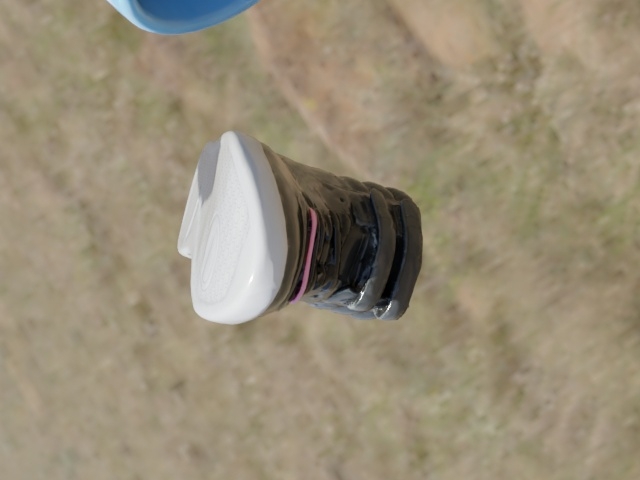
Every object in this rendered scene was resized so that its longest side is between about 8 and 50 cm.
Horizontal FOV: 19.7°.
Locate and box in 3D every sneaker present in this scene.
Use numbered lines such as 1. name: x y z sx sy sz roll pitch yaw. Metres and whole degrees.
1. sneaker: 0.000 0.000 1.088 0.296 0.147 0.104 -137 61 -80

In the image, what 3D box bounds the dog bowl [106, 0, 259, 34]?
1. dog bowl: -0.062 -0.227 1.005 0.074 0.166 0.297 54 153 24
